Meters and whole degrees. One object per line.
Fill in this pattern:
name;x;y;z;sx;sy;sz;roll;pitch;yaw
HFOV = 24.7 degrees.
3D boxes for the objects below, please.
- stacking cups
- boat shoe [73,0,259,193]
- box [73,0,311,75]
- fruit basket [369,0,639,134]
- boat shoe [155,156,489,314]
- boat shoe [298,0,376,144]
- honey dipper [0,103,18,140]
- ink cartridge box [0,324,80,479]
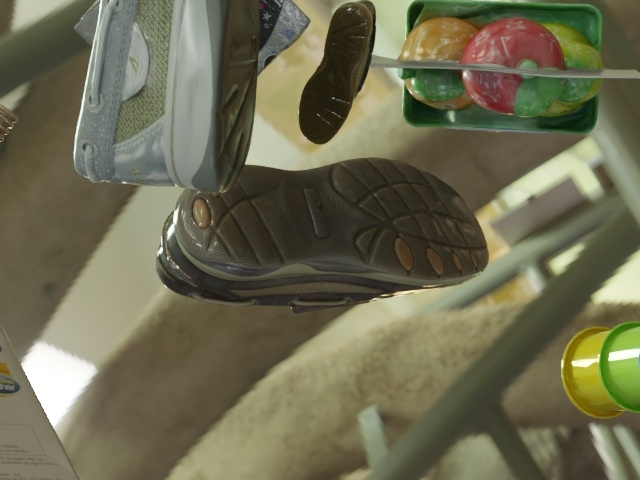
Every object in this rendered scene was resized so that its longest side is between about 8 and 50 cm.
stacking cups;0.348;0.115;1.349;0.096;0.096;0.316;56;156;-8
boat shoe;-0.091;-0.189;0.852;0.118;0.103;0.320;-34;-54;-75
box;-0.138;-0.218;1.491;0.163;0.142;0.247;46;171;-13
fruit basket;0.207;-0.187;1.684;0.353;0.327;0.165;-67;-21;-75
boat shoe;0.000;0.000;1.394;0.355;0.130;0.132;5;-117;-34
boat shoe;0.023;-0.163;1.422;0.056;0.152;0.049;33;-148;15
honey dipper;-0.358;-0.065;1.445;0.030;0.161;0.030;32;167;8
ink cartridge box;-0.253;0.131;0.911;0.185;0.065;0.311;12;-146;-44
